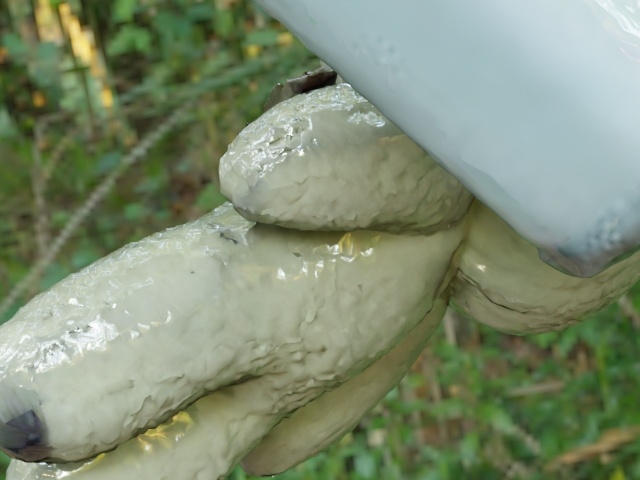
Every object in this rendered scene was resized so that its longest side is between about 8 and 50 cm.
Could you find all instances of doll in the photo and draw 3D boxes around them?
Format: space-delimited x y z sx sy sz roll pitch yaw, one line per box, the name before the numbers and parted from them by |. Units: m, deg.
doll | 0.000 -0.003 0.668 0.278 0.149 0.175 -31 3 -23

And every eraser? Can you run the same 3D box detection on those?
eraser | 0.003 -0.147 0.497 0.104 0.290 0.189 -37 17 48
